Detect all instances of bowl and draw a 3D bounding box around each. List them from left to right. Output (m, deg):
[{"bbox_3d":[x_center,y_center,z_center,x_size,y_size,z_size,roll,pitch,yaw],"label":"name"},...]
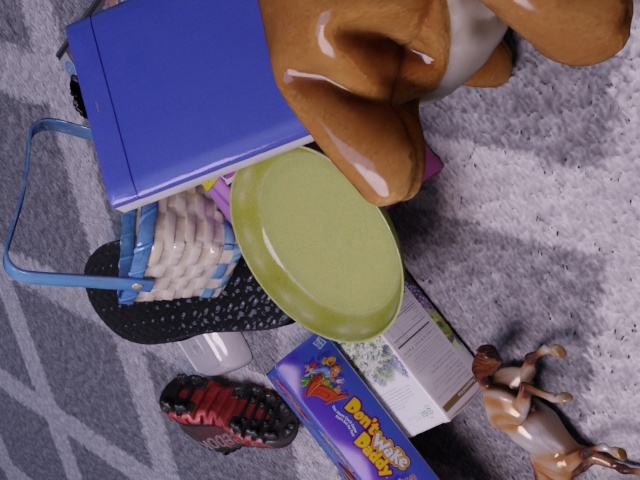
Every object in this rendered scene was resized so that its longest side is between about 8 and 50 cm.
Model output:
[{"bbox_3d":[-0.193,0.169,1.366,0.142,0.053,0.142,-24,99,49],"label":"bowl"}]

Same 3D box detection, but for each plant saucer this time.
[{"bbox_3d":[0.000,0.000,0.874,0.241,0.037,0.241,25,131,31],"label":"plant saucer"}]

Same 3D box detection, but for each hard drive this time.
[{"bbox_3d":[-0.087,-0.180,0.810,0.318,0.040,0.210,-20,76,9],"label":"hard drive"}]

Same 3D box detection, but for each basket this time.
[{"bbox_3d":[-0.250,-0.037,1.058,0.201,0.288,0.255,128,148,-47],"label":"basket"}]

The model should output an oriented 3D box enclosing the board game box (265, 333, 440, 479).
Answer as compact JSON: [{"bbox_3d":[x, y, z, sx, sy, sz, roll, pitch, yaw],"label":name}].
[{"bbox_3d":[0.065,0.289,1.087,0.347,0.078,0.233,52,168,5],"label":"board game box"}]

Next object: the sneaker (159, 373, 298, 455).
[{"bbox_3d":[-0.145,0.312,1.385,0.276,0.098,0.135,6,138,32],"label":"sneaker"}]

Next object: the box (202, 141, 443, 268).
[{"bbox_3d":[-0.018,-0.092,0.951,0.214,0.117,0.243,54,142,3],"label":"box"}]

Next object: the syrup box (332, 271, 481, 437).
[{"bbox_3d":[0.088,0.119,1.004,0.237,0.096,0.093,51,143,4],"label":"syrup box"}]

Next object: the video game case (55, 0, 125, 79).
[{"bbox_3d":[-0.269,-0.229,1.179,0.274,0.035,0.248,-25,97,51],"label":"video game case"}]

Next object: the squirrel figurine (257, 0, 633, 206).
[{"bbox_3d":[0.099,-0.298,0.575,0.397,0.281,0.370,50,135,3],"label":"squirrel figurine"}]

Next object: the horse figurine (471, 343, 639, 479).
[{"bbox_3d":[0.255,0.210,0.914,0.263,0.066,0.174,48,148,-3],"label":"horse figurine"}]

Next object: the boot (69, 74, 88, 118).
[{"bbox_3d":[-0.299,-0.230,1.102,0.045,0.099,0.121,18,128,35],"label":"boot"}]

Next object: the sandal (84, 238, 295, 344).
[{"bbox_3d":[-0.192,0.077,1.253,0.445,0.107,0.168,-1,95,33],"label":"sandal"}]
